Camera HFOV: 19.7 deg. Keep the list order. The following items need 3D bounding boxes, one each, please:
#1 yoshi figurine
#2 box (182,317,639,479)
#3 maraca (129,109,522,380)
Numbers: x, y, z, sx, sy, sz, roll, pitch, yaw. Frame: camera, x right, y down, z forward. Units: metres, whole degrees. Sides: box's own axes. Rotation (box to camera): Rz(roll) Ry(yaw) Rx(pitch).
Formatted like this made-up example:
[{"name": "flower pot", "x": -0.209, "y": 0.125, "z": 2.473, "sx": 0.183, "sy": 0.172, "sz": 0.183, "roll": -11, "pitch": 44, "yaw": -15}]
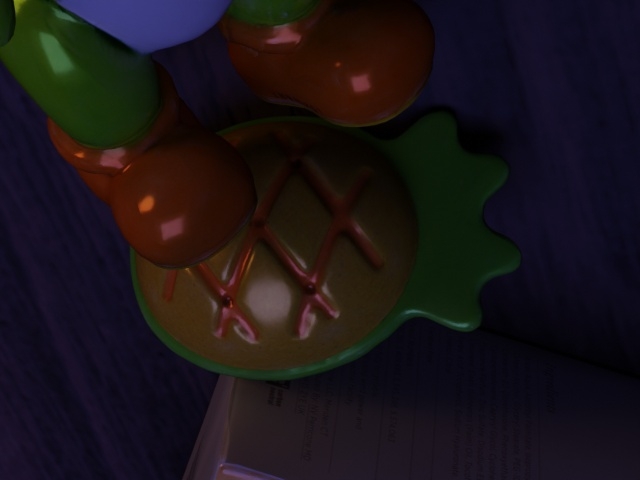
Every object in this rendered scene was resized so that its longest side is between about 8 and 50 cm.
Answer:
[{"name": "yoshi figurine", "x": -0.073, "y": -0.153, "z": 0.667, "sx": 0.203, "sy": 0.204, "sz": 0.362, "roll": -11, "pitch": 133, "yaw": 20}, {"name": "box", "x": 0.092, "y": 0.187, "z": 0.964, "sx": 0.345, "sy": 0.168, "sz": 0.215, "roll": 17, "pitch": 124, "yaw": -5}, {"name": "maraca", "x": 0.000, "y": 0.000, "z": 0.868, "sx": 0.185, "sy": 0.127, "sz": 0.099, "roll": -8, "pitch": 170, "yaw": 8}]
